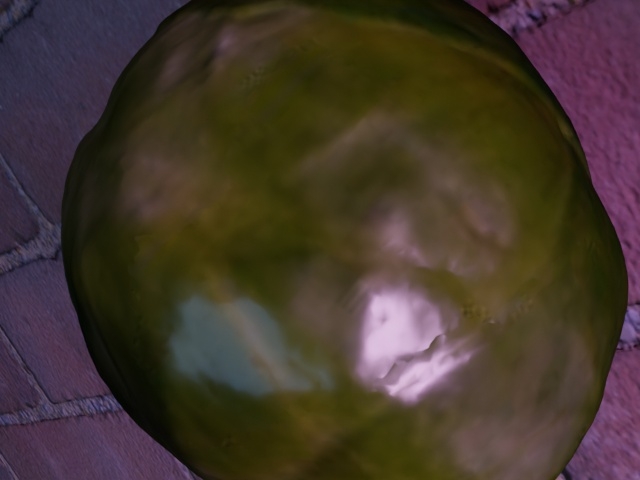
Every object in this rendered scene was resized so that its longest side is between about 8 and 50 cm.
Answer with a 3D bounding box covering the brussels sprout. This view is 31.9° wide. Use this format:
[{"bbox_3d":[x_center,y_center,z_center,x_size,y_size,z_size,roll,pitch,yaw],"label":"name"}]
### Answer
[{"bbox_3d":[0.000,-0.006,0.632,0.289,0.281,0.354,38,177,-34],"label":"brussels sprout"}]
